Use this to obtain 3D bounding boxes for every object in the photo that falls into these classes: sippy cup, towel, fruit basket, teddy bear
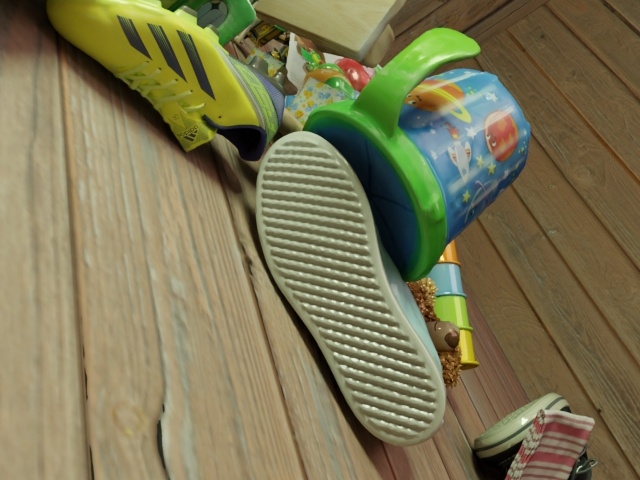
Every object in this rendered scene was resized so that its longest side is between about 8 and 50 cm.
[{"bbox_3d":[0.130,-0.100,0.783,0.240,0.224,0.305,60,-24,-2],"label":"sippy cup"},{"bbox_3d":[0.354,0.359,0.978,0.144,0.197,0.029,17,9,-36],"label":"towel"},{"bbox_3d":[0.063,-0.273,1.210,0.327,0.165,0.353,32,54,-36],"label":"fruit basket"},{"bbox_3d":[0.125,0.082,0.996,0.245,0.113,0.338,43,20,-42],"label":"teddy bear"}]

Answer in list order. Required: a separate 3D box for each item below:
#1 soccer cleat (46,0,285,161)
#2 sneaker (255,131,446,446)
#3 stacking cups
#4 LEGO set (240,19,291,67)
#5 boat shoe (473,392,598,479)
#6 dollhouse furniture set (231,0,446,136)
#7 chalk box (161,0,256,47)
[{"bbox_3d":[-0.139,-0.156,0.629,0.093,0.121,0.289,14,0,36],"label":"soccer cleat"},{"bbox_3d":[0.032,0.054,0.729,0.150,0.135,0.366,35,33,-77],"label":"sneaker"},{"bbox_3d":[0.236,0.083,1.175,0.096,0.096,0.316,36,48,-57],"label":"stacking cups"},{"bbox_3d":[-0.129,-0.496,1.331,0.255,0.192,0.331,-4,75,-54],"label":"LEGO set"},{"bbox_3d":[0.416,0.409,1.159,0.156,0.186,0.500,60,7,35],"label":"boat shoe"},{"bbox_3d":[-0.064,-0.378,0.870,0.394,0.362,0.256,35,-2,36],"label":"dollhouse furniture set"},{"bbox_3d":[-0.179,-0.344,0.711,0.289,0.180,0.179,60,13,14],"label":"chalk box"}]
